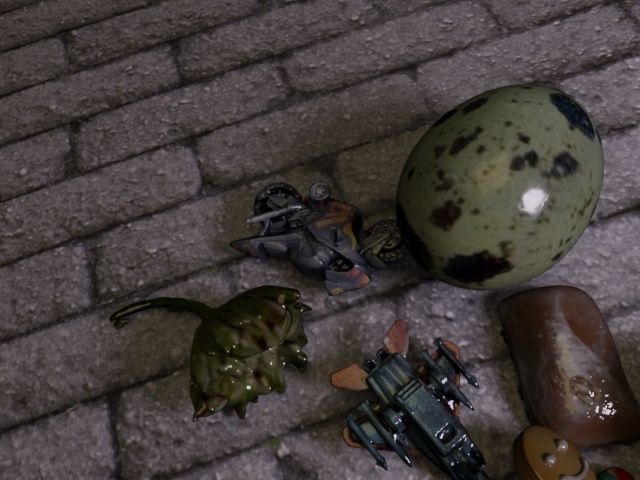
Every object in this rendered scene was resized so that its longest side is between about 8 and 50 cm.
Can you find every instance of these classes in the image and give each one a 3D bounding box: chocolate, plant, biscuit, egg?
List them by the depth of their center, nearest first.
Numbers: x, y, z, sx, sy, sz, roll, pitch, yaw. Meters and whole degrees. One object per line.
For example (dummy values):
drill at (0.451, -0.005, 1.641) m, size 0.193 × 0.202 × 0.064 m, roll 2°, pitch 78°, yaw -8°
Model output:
biscuit at (0.369, 0.352, 0.709) m, size 0.197 × 0.049 × 0.301 m, roll -12°, pitch 48°, yaw -48°
chocolate at (0.371, 0.173, 0.854) m, size 0.161 × 0.083 × 0.261 m, roll -11°, pitch 58°, yaw 0°
egg at (0.285, -0.090, 0.902) m, size 0.288 × 0.287 × 0.379 m, roll 36°, pitch 73°, yaw 25°
plant at (-0.178, 0.118, 0.923) m, size 0.251 × 0.180 × 0.333 m, roll -37°, pitch 57°, yaw -26°

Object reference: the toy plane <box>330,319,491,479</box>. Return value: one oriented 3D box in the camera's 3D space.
toy plane at (0.169, 0.272, 0.810) m, size 0.223 × 0.104 × 0.326 m, roll -37°, pitch 62°, yaw -15°

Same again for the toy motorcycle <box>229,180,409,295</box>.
toy motorcycle at (0.000, 0.000, 0.999) m, size 0.307 × 0.108 × 0.173 m, roll 18°, pitch 69°, yaw 20°
